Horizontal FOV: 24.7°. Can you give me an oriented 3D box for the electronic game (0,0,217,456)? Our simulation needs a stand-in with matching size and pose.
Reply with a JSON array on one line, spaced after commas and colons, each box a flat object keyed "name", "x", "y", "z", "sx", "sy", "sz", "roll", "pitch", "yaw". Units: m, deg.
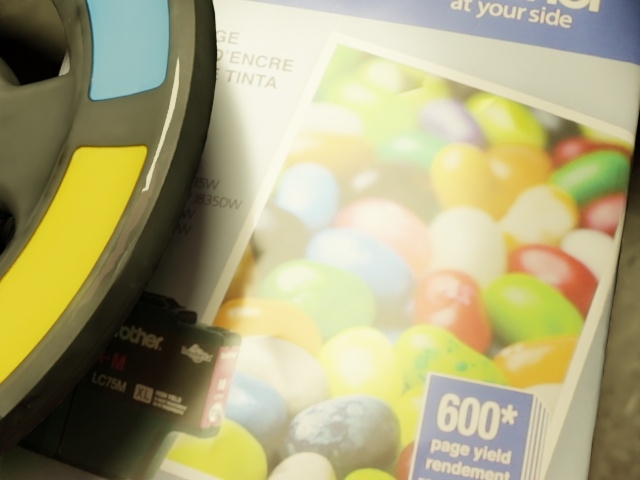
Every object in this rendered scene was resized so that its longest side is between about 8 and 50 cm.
[{"name": "electronic game", "x": -0.130, "y": -0.023, "z": 0.445, "sx": 0.229, "sy": 0.048, "sz": 0.229, "roll": -15, "pitch": 58, "yaw": 26}]

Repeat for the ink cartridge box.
[{"name": "ink cartridge box", "x": 0.000, "y": 0.000, "z": 0.463, "sx": 0.185, "sy": 0.065, "sz": 0.311, "roll": 10, "pitch": 66, "yaw": 7}]
